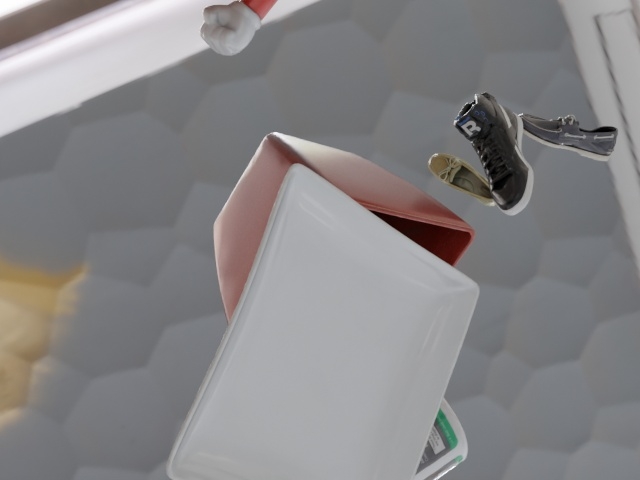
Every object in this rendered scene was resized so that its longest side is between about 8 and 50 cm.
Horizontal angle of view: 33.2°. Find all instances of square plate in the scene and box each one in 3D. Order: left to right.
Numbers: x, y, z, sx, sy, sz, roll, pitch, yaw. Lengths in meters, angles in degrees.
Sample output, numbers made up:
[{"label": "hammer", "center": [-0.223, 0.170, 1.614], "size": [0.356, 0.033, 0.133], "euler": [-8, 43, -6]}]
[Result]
[{"label": "square plate", "center": [0.013, 0.140, 1.189], "size": [0.347, 0.344, 0.049], "euler": [32, -15, -39]}]

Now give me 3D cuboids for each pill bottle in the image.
[{"label": "pill bottle", "center": [0.079, 0.419, 2.015], "size": [0.204, 0.361, 0.204], "euler": [52, -19, 25]}]

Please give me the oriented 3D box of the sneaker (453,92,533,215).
[{"label": "sneaker", "center": [0.262, -0.142, 1.690], "size": [0.121, 0.079, 0.217], "euler": [29, 40, -27]}]

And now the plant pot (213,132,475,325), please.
[{"label": "plant pot", "center": [0.000, 0.000, 1.498], "size": [0.267, 0.267, 0.236], "euler": [-58, -134, 23]}]

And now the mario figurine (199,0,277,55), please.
[{"label": "mario figurine", "center": [-0.046, -0.302, 1.094], "size": [0.170, 0.320, 0.198], "euler": [73, 16, -83]}]

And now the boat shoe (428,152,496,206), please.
[{"label": "boat shoe", "center": [0.263, -0.114, 1.971], "size": [0.153, 0.056, 0.048], "euler": [38, 6, 17]}]

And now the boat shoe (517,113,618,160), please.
[{"label": "boat shoe", "center": [0.448, -0.204, 1.952], "size": [0.075, 0.206, 0.065], "euler": [-102, -148, -57]}]
